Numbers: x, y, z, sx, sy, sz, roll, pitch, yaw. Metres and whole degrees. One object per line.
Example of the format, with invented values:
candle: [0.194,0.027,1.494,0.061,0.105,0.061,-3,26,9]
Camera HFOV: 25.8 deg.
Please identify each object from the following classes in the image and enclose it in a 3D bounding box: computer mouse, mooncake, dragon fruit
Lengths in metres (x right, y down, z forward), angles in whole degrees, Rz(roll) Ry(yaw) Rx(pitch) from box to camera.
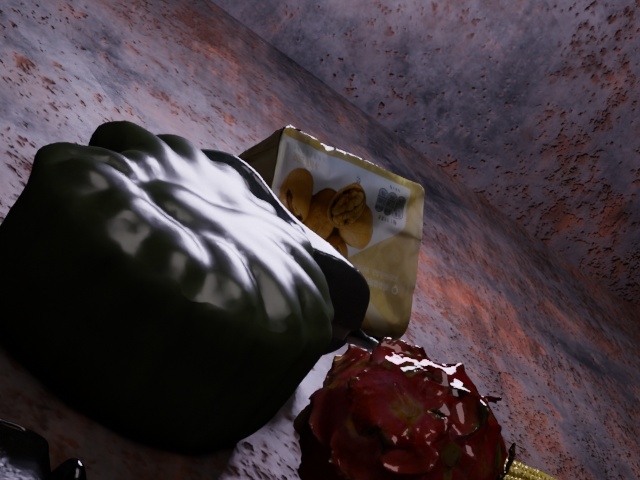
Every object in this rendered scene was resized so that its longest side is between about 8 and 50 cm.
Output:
computer mouse: [-0.055,0.044,1.560,0.379,0.167,0.090,35,36,0]
mooncake: [-0.146,0.034,1.343,0.351,0.187,0.351,37,14,-11]
dragon fruit: [0.082,0.214,1.356,0.205,0.210,0.268,29,-9,27]

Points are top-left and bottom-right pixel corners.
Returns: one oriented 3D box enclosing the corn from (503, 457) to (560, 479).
corn: [0.222,0.296,1.618,0.248,0.081,0.081,27,21,-37]

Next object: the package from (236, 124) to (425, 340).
package: [-0.024,-0.005,1.817,0.165,0.221,0.311,1,-11,42]

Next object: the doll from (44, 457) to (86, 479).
doll: [-0.097,0.251,1.017,0.248,0.088,0.127,45,17,-22]

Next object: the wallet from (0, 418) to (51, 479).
wallet: [-0.239,0.208,0.932,0.172,0.045,0.318,31,17,-29]
